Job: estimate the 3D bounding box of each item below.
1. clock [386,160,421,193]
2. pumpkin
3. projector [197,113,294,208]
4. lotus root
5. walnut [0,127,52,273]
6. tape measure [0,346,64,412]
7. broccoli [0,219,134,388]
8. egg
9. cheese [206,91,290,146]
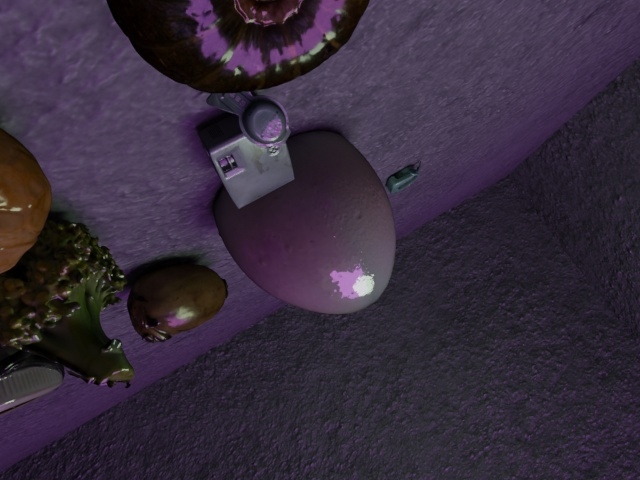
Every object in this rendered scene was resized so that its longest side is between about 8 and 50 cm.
[{"bbox_3d":[0.291,-0.215,1.407,0.135,0.041,0.101,-31,167,-6],"label":"clock"},{"bbox_3d":[-0.057,-0.229,0.308,0.219,0.162,0.218,-15,141,-12],"label":"pumpkin"},{"bbox_3d":[-0.114,-0.133,0.652,0.115,0.061,0.147,-31,150,-10],"label":"projector"},{"bbox_3d":[-0.329,0.139,1.023,0.183,0.182,0.310,-38,168,25],"label":"lotus root"},{"bbox_3d":[-0.338,-0.041,0.347,0.159,0.159,0.207,-34,168,9],"label":"walnut"},{"bbox_3d":[-0.595,0.256,0.759,0.232,0.132,0.271,-25,171,1],"label":"tape measure"},{"bbox_3d":[-0.357,0.072,0.598,0.180,0.273,0.242,-64,174,-11],"label":"broccoli"},{"bbox_3d":[0.000,0.000,0.874,0.355,0.339,0.354,-31,167,-8],"label":"egg"},{"bbox_3d":[-0.089,-0.172,0.557,0.121,0.026,0.067,35,95,-35],"label":"cheese"}]
